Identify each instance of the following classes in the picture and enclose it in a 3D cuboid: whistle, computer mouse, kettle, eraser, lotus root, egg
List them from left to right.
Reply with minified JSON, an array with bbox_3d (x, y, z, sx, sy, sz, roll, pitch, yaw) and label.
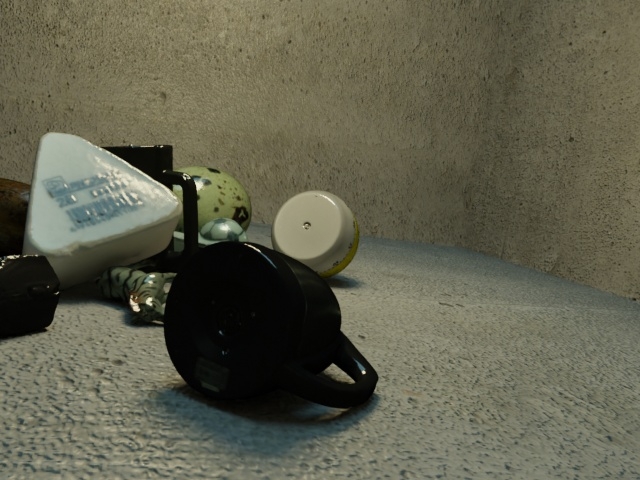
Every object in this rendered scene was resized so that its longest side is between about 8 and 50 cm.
[{"bbox_3d":[-0.492,0.084,0.892,0.073,0.122,0.217,-2,2,35],"label":"computer mouse"},{"bbox_3d":[-0.760,-0.050,1.432,0.397,0.196,0.179,13,12,15],"label":"lotus root"},{"bbox_3d":[-0.493,-0.037,1.236,0.331,0.331,0.150,6,-34,-25],"label":"eraser"},{"bbox_3d":[-0.431,-0.084,1.489,0.262,0.308,0.203,-3,9,-6],"label":"kettle"},{"bbox_3d":[-0.391,-0.094,1.882,0.379,0.288,0.287,4,8,-42],"label":"egg"},{"bbox_3d":[-0.312,0.005,1.713,0.289,0.164,0.163,12,7,20],"label":"whistle"},{"bbox_3d":[-0.045,0.116,0.867,0.250,0.207,0.271,4,-4,27],"label":"kettle"}]

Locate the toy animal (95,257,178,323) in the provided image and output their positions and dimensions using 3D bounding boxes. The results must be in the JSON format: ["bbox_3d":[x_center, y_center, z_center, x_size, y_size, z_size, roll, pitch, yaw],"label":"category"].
[{"bbox_3d":[-0.332,0.094,1.185,0.170,0.090,0.255,-1,8,-39],"label":"toy animal"}]

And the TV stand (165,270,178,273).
[{"bbox_3d":[-0.300,0.082,1.547,0.249,0.042,0.036,8,26,11],"label":"TV stand"}]

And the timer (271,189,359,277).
[{"bbox_3d":[0.000,0.000,1.827,0.285,0.285,0.285,8,6,-1],"label":"timer"}]
